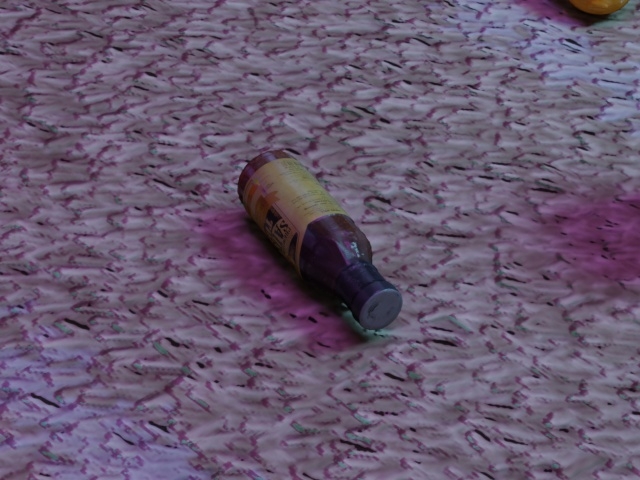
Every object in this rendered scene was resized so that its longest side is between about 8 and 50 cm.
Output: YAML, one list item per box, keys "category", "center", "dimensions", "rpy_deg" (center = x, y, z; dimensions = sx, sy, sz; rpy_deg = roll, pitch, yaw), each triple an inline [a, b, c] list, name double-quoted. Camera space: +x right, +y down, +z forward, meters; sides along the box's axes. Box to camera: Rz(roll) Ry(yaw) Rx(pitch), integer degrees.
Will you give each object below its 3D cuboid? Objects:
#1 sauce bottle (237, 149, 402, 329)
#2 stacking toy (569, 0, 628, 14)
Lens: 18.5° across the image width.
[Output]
- category: "sauce bottle"
  center: [0.000, 0.000, 1.029]
  dimensions: [0.042, 0.042, 0.128]
  rpy_deg: [-15, 39, -24]
- category: "stacking toy"
  center: [0.175, -0.270, 1.347]
  dimensions: [0.175, 0.165, 0.301]
  rpy_deg: [4, 51, -6]
